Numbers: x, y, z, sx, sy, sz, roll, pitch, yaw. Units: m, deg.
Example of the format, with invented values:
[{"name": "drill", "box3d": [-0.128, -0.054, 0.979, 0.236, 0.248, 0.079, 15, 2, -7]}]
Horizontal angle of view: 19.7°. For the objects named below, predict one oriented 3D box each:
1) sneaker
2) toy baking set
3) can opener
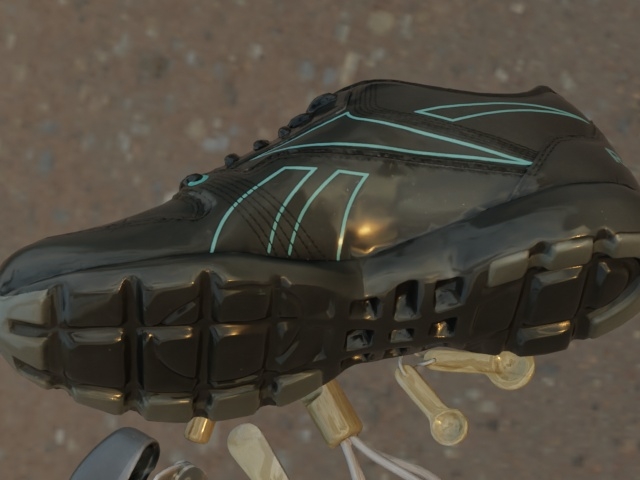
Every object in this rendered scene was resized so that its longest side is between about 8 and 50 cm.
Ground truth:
[{"name": "sneaker", "box3d": [0.000, 0.000, 0.728, 0.101, 0.267, 0.106, 100, 159, -52]}, {"name": "toy baking set", "box3d": [0.015, 0.093, 1.115, 0.197, 0.030, 0.256, 25, 89, 16]}, {"name": "can opener", "box3d": [-0.167, 0.268, 1.280, 0.095, 0.076, 0.283, 29, 94, 23]}]
